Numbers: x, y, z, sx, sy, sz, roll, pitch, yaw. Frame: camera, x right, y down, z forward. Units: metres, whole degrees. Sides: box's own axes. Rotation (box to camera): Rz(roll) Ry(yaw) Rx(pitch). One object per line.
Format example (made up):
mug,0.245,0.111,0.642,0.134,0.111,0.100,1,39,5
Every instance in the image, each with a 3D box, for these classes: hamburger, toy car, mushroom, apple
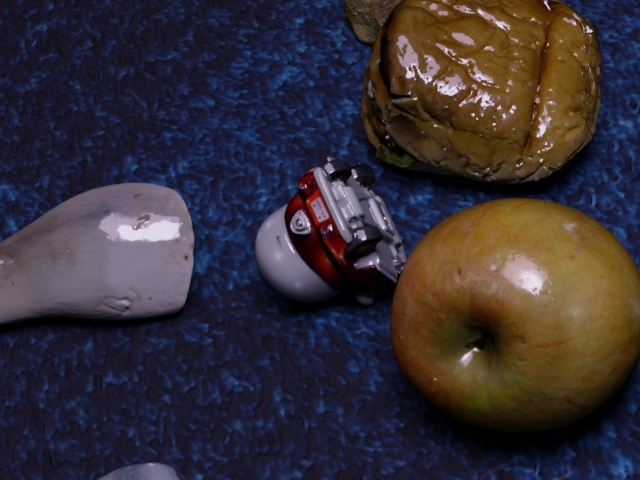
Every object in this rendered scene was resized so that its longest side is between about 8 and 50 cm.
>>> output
hamburger,0.132,-0.137,1.408,0.206,0.130,0.183,6,55,14
toy car,0.000,0.000,1.330,0.112,0.139,0.112,-28,71,13
mushroom,-0.212,0.017,1.379,0.225,0.093,0.116,-8,71,0
apple,0.148,0.053,1.226,0.182,0.182,0.155,18,28,25

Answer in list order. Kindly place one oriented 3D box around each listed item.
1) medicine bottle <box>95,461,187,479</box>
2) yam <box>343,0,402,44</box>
medicine bottle,-0.076,0.283,1.101,0.141,0.141,0.293,-27,50,-10
yam,0.143,-0.288,1.570,0.299,0.066,0.066,-38,53,-20
